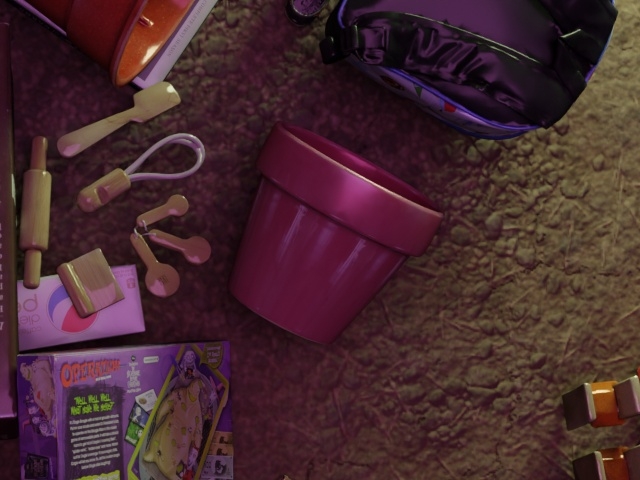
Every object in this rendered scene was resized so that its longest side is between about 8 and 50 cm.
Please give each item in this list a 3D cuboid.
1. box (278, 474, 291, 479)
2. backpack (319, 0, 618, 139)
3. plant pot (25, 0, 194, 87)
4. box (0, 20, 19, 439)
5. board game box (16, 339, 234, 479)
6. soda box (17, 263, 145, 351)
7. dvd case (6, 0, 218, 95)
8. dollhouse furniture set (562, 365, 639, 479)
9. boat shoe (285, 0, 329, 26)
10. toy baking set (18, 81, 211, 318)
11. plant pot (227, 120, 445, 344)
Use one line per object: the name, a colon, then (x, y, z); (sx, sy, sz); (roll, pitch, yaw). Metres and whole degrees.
box: (-0.018, 0.379, 1.863); (0.201, 0.021, 0.164); (42, 81, -6)
backpack: (0.165, -0.233, 1.831); (0.263, 0.213, 0.276); (34, 88, 0)
plant pot: (-0.238, -0.336, 1.711); (0.265, 0.272, 0.272); (33, 82, 1)
box: (-0.358, -0.004, 1.665); (0.143, 0.191, 0.381); (0, 78, -9)
board game box: (-0.180, 0.205, 1.694); (0.056, 0.347, 0.208); (2, 89, 24)
soda box: (-0.293, 0.075, 1.798); (0.216, 0.069, 0.074); (-8, 89, -12)
dvd case: (-0.229, -0.291, 1.846); (0.238, 0.029, 0.179); (34, 82, -7)
dollhouse furniture set: (0.411, 0.259, 1.919); (0.262, 0.135, 0.259); (-6, 78, -11)
boat shoe: (0.007, -0.293, 1.886); (0.049, 0.042, 0.133); (31, 81, -6)
toy baking set: (-0.214, -0.042, 1.798); (0.196, 0.030, 0.256); (0, 73, -14)
plant pot: (0.000, 0.000, 1.806); (0.201, 0.201, 0.180); (28, 98, -9)
